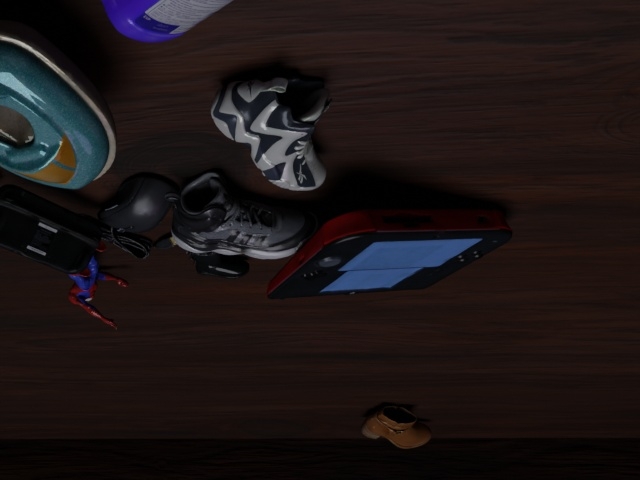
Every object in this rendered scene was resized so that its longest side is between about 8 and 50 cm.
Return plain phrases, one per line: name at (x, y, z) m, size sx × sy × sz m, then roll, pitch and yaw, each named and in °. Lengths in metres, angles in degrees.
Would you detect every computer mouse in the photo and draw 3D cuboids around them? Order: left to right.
computer mouse at (-0.328, -0.024, 1.284) m, size 0.262 × 0.060 × 0.184 m, roll -25°, pitch 141°, yaw 39°

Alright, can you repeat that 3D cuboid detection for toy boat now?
toy boat at (-0.425, -0.132, 0.878) m, size 0.318 × 0.148 × 0.267 m, roll -11°, pitch 145°, yaw 18°

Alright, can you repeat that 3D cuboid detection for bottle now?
bottle at (-0.104, -0.304, 0.714) m, size 0.283 × 0.092 × 0.118 m, roll -20°, pitch -177°, yaw 34°

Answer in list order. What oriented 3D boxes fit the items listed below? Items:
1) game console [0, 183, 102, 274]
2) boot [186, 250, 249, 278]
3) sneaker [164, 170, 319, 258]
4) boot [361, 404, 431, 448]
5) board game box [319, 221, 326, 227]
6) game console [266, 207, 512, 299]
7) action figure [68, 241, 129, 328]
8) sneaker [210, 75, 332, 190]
game console at (-0.539, -0.034, 1.139) m, size 0.361 × 0.213 × 0.044 m, roll 31°, pitch 178°, yaw -40°
boot at (-0.209, 0.037, 1.411) m, size 0.121 × 0.045 × 0.099 m, roll 2°, pitch 148°, yaw 0°
sneaker at (-0.137, -0.044, 1.199) m, size 0.269 × 0.101 × 0.153 m, roll 0°, pitch 151°, yaw 2°
boot at (0.304, 0.660, 2.482) m, size 0.284 × 0.109 × 0.220 m, roll 15°, pitch 145°, yaw -10°
board game box at (0.000, 0.000, 1.357) m, size 0.090 × 0.020 × 0.090 m, roll -18°, pitch 146°, yaw 30°
game console at (0.128, 0.037, 1.291) m, size 0.387 × 0.060 × 0.342 m, roll -1°, pitch 154°, yaw -27°
action figure at (-0.456, 0.096, 1.436) m, size 0.139 × 0.091 × 0.280 m, roll 31°, pitch 153°, yaw -9°
sneaker at (-0.027, -0.157, 0.996) m, size 0.153 × 0.094 × 0.235 m, roll -10°, pitch 140°, yaw 36°
